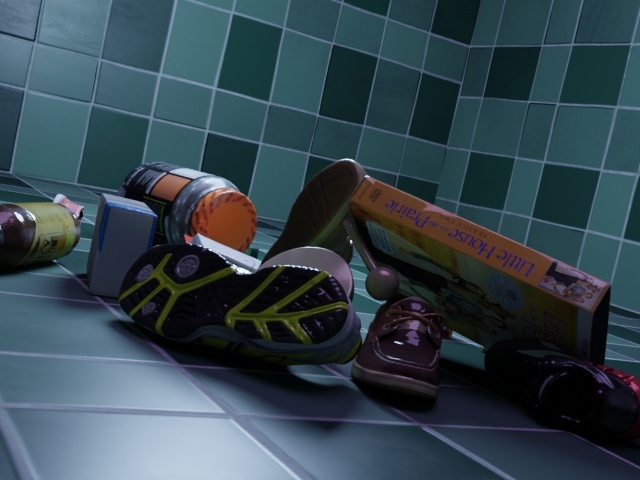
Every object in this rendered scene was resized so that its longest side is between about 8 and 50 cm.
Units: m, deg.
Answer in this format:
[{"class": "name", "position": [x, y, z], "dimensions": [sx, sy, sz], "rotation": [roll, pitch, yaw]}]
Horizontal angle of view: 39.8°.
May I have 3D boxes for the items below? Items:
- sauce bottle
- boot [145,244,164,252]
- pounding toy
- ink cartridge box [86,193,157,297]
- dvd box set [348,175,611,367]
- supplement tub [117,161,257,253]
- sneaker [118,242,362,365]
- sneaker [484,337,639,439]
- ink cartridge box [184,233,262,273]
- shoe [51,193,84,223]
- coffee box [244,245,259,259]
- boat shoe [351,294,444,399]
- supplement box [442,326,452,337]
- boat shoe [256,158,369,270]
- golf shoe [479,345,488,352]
[{"class": "sauce bottle", "position": [-0.519, -0.008, 1.483], "dimensions": [0.111, 0.111, 0.344], "rotation": [13, 6, 8]}, {"class": "boot", "position": [-0.251, 0.062, 1.437], "dimensions": [0.106, 0.082, 0.219], "rotation": [3, -21, 25]}, {"class": "pounding toy", "position": [-0.001, 0.099, 1.397], "dimensions": [0.183, 0.237, 0.110], "rotation": [52, -11, 45]}, {"class": "ink cartridge box", "position": [-0.342, 0.007, 1.504], "dimensions": [0.085, 0.148, 0.203], "rotation": [11, 6, -17]}, {"class": "dvd box set", "position": [0.254, 0.079, 1.420], "dimensions": [0.420, 0.062, 0.308], "rotation": [27, -22, 28]}, {"class": "supplement tub", "position": [-0.312, -0.064, 2.067], "dimensions": [0.207, 0.207, 0.338], "rotation": [8, 7, -43]}, {"class": "sneaker", "position": [-0.120, 0.107, 1.225], "dimensions": [0.384, 0.145, 0.147], "rotation": [12, -27, 32]}, {"class": "sneaker", "position": [0.327, 0.200, 1.254], "dimensions": [0.135, 0.098, 0.276], "rotation": [11, 6, -40]}, {"class": "ink cartridge box", "position": [-0.173, 0.034, 1.773], "dimensions": [0.189, 0.066, 0.232], "rotation": [24, 14, -19]}, {"class": "shoe", "position": [-0.636, -0.071, 2.226], "dimensions": [0.081, 0.063, 0.178], "rotation": [13, 10, -9]}, {"class": "coffee box", "position": [-0.265, 0.013, 2.285], "dimensions": [0.184, 0.040, 0.113], "rotation": [16, 6, 36]}, {"class": "boat shoe", "position": [0.119, 0.140, 1.279], "dimensions": [0.123, 0.123, 0.342], "rotation": [13, 5, 5]}, {"class": "supplement box", "position": [0.222, 0.158, 1.753], "dimensions": [0.083, 0.055, 0.043], "rotation": [10, 5, -15]}, {"class": "boat shoe", "position": [0.000, 0.000, 1.541], "dimensions": [0.110, 0.341, 0.122], "rotation": [16, 39, -29]}, {"class": "golf shoe", "position": [0.361, 0.196, 1.616], "dimensions": [0.086, 0.069, 0.176], "rotation": [18, 5, -10]}]
